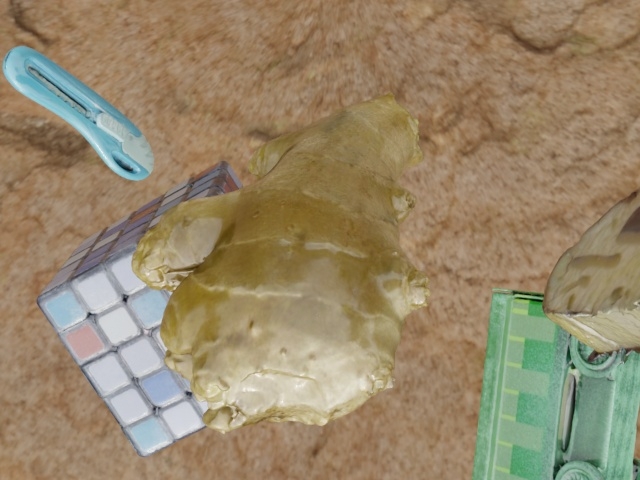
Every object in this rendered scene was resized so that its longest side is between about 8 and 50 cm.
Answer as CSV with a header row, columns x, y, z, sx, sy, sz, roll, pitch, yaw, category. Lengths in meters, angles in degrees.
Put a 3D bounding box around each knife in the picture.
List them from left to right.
x,y,z,sx,sy,sz,roll,pitch,yaw,category
-0.256,-0.136,1.051,0.031,0.064,0.222,-2,152,36,knife

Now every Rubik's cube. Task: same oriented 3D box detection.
x,y,z,sx,sy,sz,roll,pitch,yaw,category
-0.197,0.093,1.434,0.293,0.287,0.292,-30,105,9,Rubik's cube

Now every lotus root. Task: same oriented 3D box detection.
x,y,z,sx,sy,sz,roll,pitch,yaw,category
0.279,0.014,0.768,0.074,0.261,0.170,35,66,-7,lotus root

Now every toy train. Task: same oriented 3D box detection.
x,y,z,sx,sy,sz,roll,pitch,yaw,category
0.282,0.193,1.096,0.120,0.202,0.300,8,88,-41,toy train

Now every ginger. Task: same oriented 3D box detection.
x,y,z,sx,sy,sz,roll,pitch,yaw,category
-0.022,0.007,0.831,0.236,0.375,0.166,-20,111,18,ginger
